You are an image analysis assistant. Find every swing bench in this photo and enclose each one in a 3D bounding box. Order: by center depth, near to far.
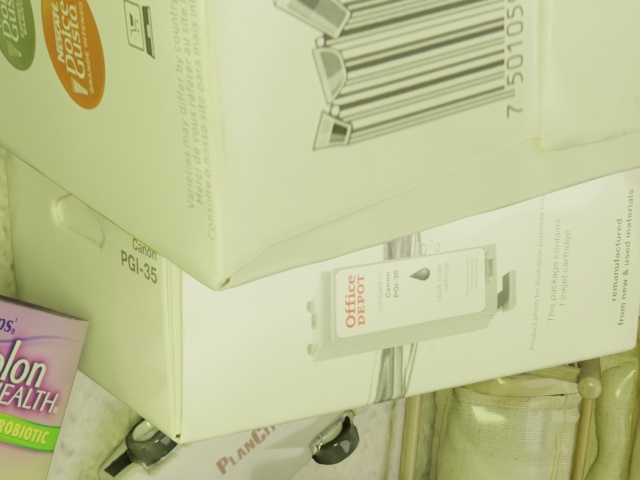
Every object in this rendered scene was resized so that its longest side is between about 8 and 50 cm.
[{"bbox_3d":[0.178,0.197,1.408,0.254,0.165,0.253,-14,112,-63],"label":"swing bench"}]

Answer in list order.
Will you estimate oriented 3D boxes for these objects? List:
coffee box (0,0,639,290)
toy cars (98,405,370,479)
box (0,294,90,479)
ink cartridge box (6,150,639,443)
[{"bbox_3d":[0.007,-0.223,0.693,0.338,0.334,0.338,-16,118,-29],"label":"coffee box"},{"bbox_3d":[-0.034,0.016,1.050,0.176,0.087,0.394,14,91,-33],"label":"toy cars"},{"bbox_3d":[-0.236,0.121,0.721,0.213,0.117,0.243,23,82,-59],"label":"box"},{"bbox_3d":[0.000,0.000,0.891,0.283,0.207,0.117,-8,108,-30],"label":"ink cartridge box"}]
